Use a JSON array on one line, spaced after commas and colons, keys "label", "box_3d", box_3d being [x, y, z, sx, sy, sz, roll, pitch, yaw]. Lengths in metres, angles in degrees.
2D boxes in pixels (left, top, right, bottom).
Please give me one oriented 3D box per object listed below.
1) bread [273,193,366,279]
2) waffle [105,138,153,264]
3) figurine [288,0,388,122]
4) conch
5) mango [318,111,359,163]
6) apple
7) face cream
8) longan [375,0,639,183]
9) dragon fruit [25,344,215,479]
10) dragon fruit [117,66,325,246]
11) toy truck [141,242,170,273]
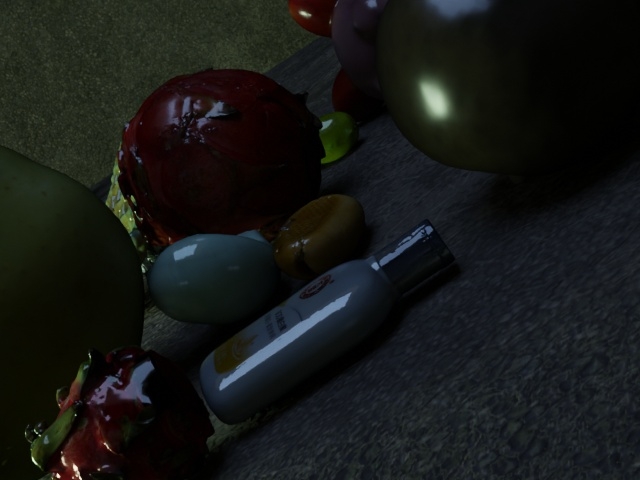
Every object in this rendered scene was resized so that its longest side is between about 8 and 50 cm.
[{"label": "bread", "box_3d": [0.000, 0.000, 1.473, 0.114, 0.077, 0.189, -9, 22, 18]}, {"label": "waffle", "box_3d": [-0.330, -0.013, 1.947, 0.292, 0.056, 0.309, -125, 49, -62]}, {"label": "figurine", "box_3d": [0.123, -0.358, 2.008, 0.211, 0.269, 0.261, -37, 23, -25]}, {"label": "conch", "box_3d": [-0.140, 0.046, 1.507, 0.185, 0.120, 0.221, 5, 4, 17]}, {"label": "mango", "box_3d": [-0.003, -0.170, 2.005, 0.165, 0.074, 0.091, -23, 21, 41]}, {"label": "apple", "box_3d": [-0.453, 0.110, 1.460, 0.474, 0.473, 0.473, -33, 15, 10]}, {"label": "face cream", "box_3d": [0.007, 0.081, 1.210, 0.291, 0.071, 0.144, -34, 15, 6]}, {"label": "longan", "box_3d": [0.201, -0.196, 1.255, 0.297, 0.297, 0.297, -33, 15, 10]}, {"label": "dragon fruit", "box_3d": [-0.206, 0.191, 1.162, 0.172, 0.166, 0.160, -37, 11, 4]}, {"label": "dragon fruit", "box_3d": [-0.145, -0.116, 1.763, 0.302, 0.295, 0.295, -2, 24, 12]}, {"label": "toy truck", "box_3d": [-0.300, -0.016, 2.111, 0.110, 0.116, 0.216, -43, 16, -25]}]
